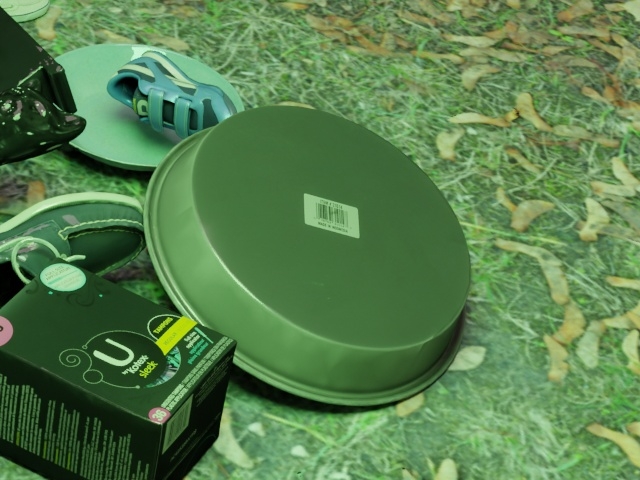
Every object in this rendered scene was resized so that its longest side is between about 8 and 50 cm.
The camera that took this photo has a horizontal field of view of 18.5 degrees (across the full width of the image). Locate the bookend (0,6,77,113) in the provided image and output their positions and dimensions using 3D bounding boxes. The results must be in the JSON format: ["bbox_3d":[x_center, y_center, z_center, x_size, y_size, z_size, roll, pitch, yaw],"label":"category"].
[{"bbox_3d":[-0.323,-0.133,1.709,0.156,0.072,0.157,-41,68,-16],"label":"bookend"}]

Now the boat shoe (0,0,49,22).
[{"bbox_3d":[-0.309,-0.234,1.906,0.100,0.035,0.035,-9,42,-26],"label":"boat shoe"}]

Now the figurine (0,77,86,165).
[{"bbox_3d":[-0.333,-0.109,1.619,0.209,0.092,0.215,-33,66,-20],"label":"figurine"}]

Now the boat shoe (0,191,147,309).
[{"bbox_3d":[-0.242,0.029,1.537,0.254,0.095,0.079,-14,43,-29],"label":"boat shoe"}]

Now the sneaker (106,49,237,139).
[{"bbox_3d":[-0.130,-0.118,1.736,0.144,0.053,0.059,30,39,35],"label":"sneaker"}]

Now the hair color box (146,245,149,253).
[{"bbox_3d":[-0.061,-0.021,1.691,0.093,0.053,0.167,31,42,23],"label":"hair color box"}]

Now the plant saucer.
[{"bbox_3d":[-0.167,-0.112,1.790,0.195,0.037,0.195,9,37,-7],"label":"plant saucer"}]

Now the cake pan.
[{"bbox_3d":[0.000,0.000,1.613,0.293,0.054,0.293,17,45,-18],"label":"cake pan"}]

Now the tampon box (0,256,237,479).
[{"bbox_3d":[-0.164,0.108,1.452,0.161,0.101,0.120,23,38,14],"label":"tampon box"}]
